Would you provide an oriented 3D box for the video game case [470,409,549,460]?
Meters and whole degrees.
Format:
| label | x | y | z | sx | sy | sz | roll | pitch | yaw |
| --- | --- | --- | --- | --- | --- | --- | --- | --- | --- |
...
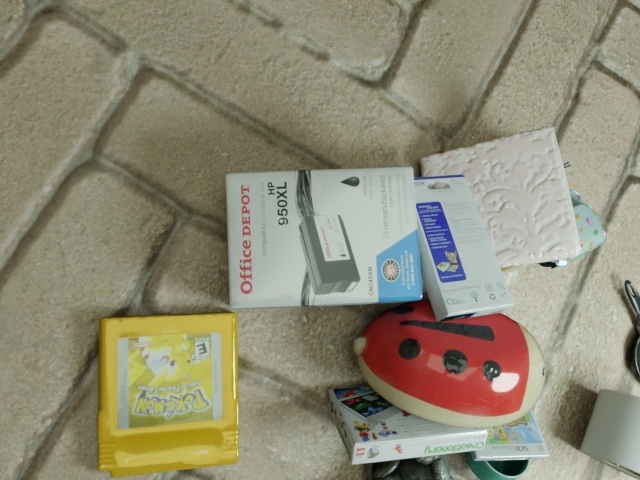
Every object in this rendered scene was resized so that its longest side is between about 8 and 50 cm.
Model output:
| label | x | y | z | sx | sy | sz | roll | pitch | yaw |
| --- | --- | --- | --- | --- | --- | --- | --- | --- | --- |
| video game case | 0.425 | 0.416 | 1.219 | 0.194 | 0.023 | 0.212 | 5 | 47 | -15 |

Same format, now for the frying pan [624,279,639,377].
| label | x | y | z | sx | sy | sz | roll | pitch | yaw |
| --- | --- | --- | --- | --- | --- | --- | --- | --- | --- |
| frying pan | 0.902 | 0.286 | 1.408 | 0.326 | 0.053 | 0.197 | 41 | 75 | -5 |

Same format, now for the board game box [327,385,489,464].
| label | x | y | z | sx | sy | sz | roll | pitch | yaw |
| --- | --- | --- | --- | --- | --- | --- | --- | --- | --- |
| board game box | 0.186 | 0.394 | 1.127 | 0.306 | 0.193 | 0.053 | 0 | 109 | -15 |

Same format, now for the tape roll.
| label | x | y | z | sx | sy | sz | roll | pitch | yaw |
| --- | --- | --- | --- | --- | --- | --- | --- | --- | --- |
| tape roll | 0.798 | 0.498 | 1.255 | 0.246 | 0.246 | 0.169 | 29 | 76 | -10 |

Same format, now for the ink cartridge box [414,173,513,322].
| label | x | y | z | sx | sy | sz | roll | pitch | yaw |
| --- | --- | --- | --- | --- | --- | --- | --- | --- | --- |
| ink cartridge box | 0.294 | 0.009 | 1.137 | 0.166 | 0.065 | 0.332 | -5 | 66 | -16 |

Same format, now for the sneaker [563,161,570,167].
| label | x | y | z | sx | sy | sz | roll | pitch | yaw |
| --- | --- | --- | --- | --- | --- | --- | --- | --- | --- |
| sneaker | 0.504 | -0.151 | 1.297 | 0.269 | 0.153 | 0.101 | -21 | 89 | -17 |

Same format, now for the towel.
| label | x | y | z | sx | sy | sz | roll | pitch | yaw |
| --- | --- | --- | --- | --- | --- | --- | --- | --- | --- |
| towel | 0.428 | -0.089 | 1.243 | 0.332 | 0.053 | 0.316 | -11 | 85 | 18 |

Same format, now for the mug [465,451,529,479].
| label | x | y | z | sx | sy | sz | roll | pitch | yaw |
| --- | --- | --- | --- | --- | --- | --- | --- | --- | --- |
| mug | 0.424 | 0.508 | 1.221 | 0.129 | 0.097 | 0.158 | 42 | 50 | 20 |

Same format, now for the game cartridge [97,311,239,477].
| label | x | y | z | sx | sy | sz | roll | pitch | yaw |
| --- | --- | --- | --- | --- | --- | --- | --- | --- | --- |
| game cartridge | -0.317 | 0.318 | 1.073 | 0.286 | 0.053 | 0.323 | -1 | 83 | -15 |

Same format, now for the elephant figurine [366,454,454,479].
| label | x | y | z | sx | sy | sz | roll | pitch | yaw |
| --- | --- | --- | --- | --- | --- | --- | --- | --- | --- |
| elephant figurine | 0.172 | 0.545 | 1.135 | 0.240 | 0.186 | 0.169 | -27 | 54 | 8 |

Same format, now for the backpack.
| label | x | y | z | sx | sy | sz | roll | pitch | yaw |
| --- | --- | --- | --- | --- | --- | --- | --- | --- | --- |
| backpack | 0.629 | -0.038 | 1.326 | 0.166 | 0.144 | 0.188 | -27 | 88 | -11 |

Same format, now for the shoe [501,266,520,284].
| label | x | y | z | sx | sy | sz | roll | pitch | yaw |
| --- | --- | --- | --- | --- | --- | --- | --- | --- | --- |
| shoe | 0.413 | 0.111 | 1.282 | 0.219 | 0.076 | 0.058 | -16 | 83 | -18 |

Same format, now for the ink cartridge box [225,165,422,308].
| label | x | y | z | sx | sy | sz | roll | pitch | yaw |
| --- | --- | --- | --- | --- | --- | --- | --- | --- | --- |
| ink cartridge box | 0.000 | 0.000 | 1.099 | 0.395 | 0.166 | 0.285 | -3 | 83 | -3 |

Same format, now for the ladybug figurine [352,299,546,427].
| label | x | y | z | sx | sy | sz | roll | pitch | yaw |
| --- | --- | --- | --- | --- | --- | --- | --- | --- | --- |
| ladybug figurine | 0.298 | 0.250 | 1.130 | 0.450 | 0.161 | 0.305 | 6 | 42 | -9 |
